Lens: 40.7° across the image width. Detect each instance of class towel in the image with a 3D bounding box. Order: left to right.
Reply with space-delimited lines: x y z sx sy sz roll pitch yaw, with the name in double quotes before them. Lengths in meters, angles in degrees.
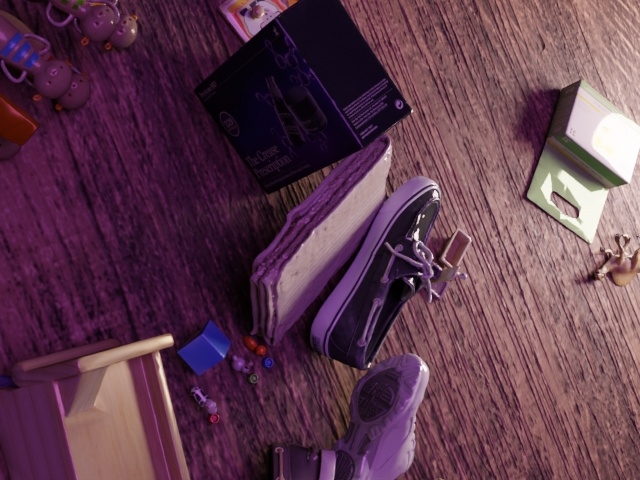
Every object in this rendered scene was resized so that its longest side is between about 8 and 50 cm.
"towel" 0.000 0.000 1.154 0.049 0.187 0.282 32 59 17

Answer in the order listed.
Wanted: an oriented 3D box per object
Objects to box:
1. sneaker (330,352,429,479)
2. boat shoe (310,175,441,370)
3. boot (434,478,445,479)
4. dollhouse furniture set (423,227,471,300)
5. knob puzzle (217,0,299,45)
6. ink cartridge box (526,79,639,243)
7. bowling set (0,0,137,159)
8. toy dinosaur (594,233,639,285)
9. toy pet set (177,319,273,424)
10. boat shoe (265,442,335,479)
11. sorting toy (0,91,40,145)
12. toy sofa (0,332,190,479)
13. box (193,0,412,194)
"sneaker" 0.092 0.259 1.183 0.115 0.090 0.232 18 105 -41
"boat shoe" 0.106 0.043 1.214 0.306 0.105 0.113 -53 145 -24
"boot" 0.177 0.489 1.206 0.203 0.095 0.262 -42 107 -35
"dollhouse furniture set" 0.195 0.017 1.308 0.091 0.081 0.114 40 64 -17
"knob puzzle" -0.030 -0.312 1.274 0.213 0.030 0.213 6 78 -29
"ink cartridge box" 0.465 -0.137 1.507 0.171 0.056 0.235 32 65 -21
"bowling set" -0.317 -0.229 1.006 0.154 0.200 0.287 38 69 -19
"toy dinosaur" 0.549 0.035 1.533 0.183 0.053 0.092 0 96 -22
"toy pet set" -0.121 0.158 1.113 0.114 0.065 0.122 51 61 -12
"boat shoe" -0.050 0.389 1.054 0.091 0.109 0.305 14 49 -1
"sorting toy" -0.477 -0.174 0.942 0.307 0.041 0.229 41 100 -17
"toy sofa" -0.239 0.298 0.992 0.150 0.177 0.362 -11 86 -55
"box" -0.032 -0.182 1.113 0.103 0.261 0.184 -37 99 -29
